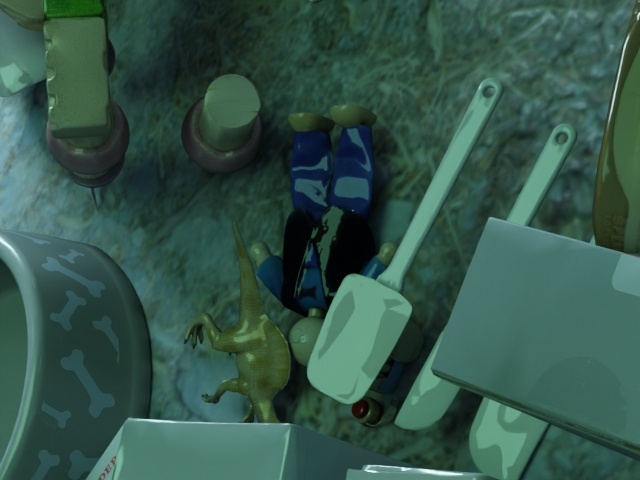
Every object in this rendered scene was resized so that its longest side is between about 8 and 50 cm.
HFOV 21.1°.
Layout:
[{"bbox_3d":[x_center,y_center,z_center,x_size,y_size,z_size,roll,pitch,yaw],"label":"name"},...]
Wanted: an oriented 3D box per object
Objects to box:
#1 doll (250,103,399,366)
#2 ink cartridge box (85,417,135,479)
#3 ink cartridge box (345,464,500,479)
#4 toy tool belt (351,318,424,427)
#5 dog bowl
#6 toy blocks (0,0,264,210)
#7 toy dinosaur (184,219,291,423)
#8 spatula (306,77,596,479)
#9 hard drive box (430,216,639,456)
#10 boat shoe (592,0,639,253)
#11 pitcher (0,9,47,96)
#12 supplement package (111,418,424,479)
[{"bbox_3d":[0.000,0.000,1.249,0.129,0.046,0.189,-6,74,33],"label":"doll"},{"bbox_3d":[-0.118,0.218,1.252,0.109,0.063,0.150,-55,44,10],"label":"ink cartridge box"},{"bbox_3d":[0.085,0.258,0.954,0.100,0.172,0.237,-5,68,43],"label":"ink cartridge box"},{"bbox_3d":[0.031,0.083,1.176,0.052,0.051,0.083,19,86,47],"label":"toy tool belt"},{"bbox_3d":[-0.297,0.146,1.433,0.349,0.102,0.348,-20,60,38],"label":"dog bowl"},{"bbox_3d":[-0.209,-0.184,1.373,0.260,0.309,0.288,130,136,-79],"label":"toy blocks"},{"bbox_3d":[-0.052,0.073,1.247,0.093,0.053,0.183,-2,96,52],"label":"toy dinosaur"},{"bbox_3d":[0.107,0.019,1.118,0.168,0.019,0.242,27,90,27],"label":"spatula"},{"bbox_3d":[0.203,0.081,0.877,0.181,0.232,0.089,17,85,46],"label":"hard drive box"},{"bbox_3d":[0.256,-0.142,1.034,0.123,0.123,0.342,11,66,16],"label":"boat shoe"},{"bbox_3d":[-0.323,-0.251,1.579,0.125,0.207,0.178,-31,28,-22],"label":"pitcher"},{"bbox_3d":[-0.018,0.225,1.049,0.149,0.203,0.194,-5,69,43],"label":"supplement package"}]
